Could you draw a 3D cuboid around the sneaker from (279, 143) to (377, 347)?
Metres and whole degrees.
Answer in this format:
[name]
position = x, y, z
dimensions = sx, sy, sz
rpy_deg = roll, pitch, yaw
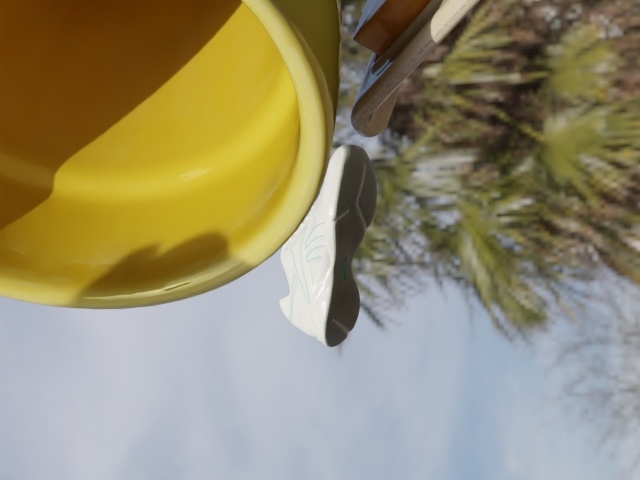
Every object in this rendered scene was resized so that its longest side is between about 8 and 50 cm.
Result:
[sneaker]
position = 0.000, 0.000, 1.015
dimensions = 0.054, 0.061, 0.152
rpy_deg = -9, -65, -51

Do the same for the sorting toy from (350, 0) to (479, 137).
[sorting toy]
position = 0.074, -0.170, 0.634
dimensions = 0.208, 0.038, 0.193
rpy_deg = -51, 16, 56

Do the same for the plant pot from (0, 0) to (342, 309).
[plant pot]
position = -0.110, -0.134, 0.668
dimensions = 0.239, 0.254, 0.254
rpy_deg = -82, -22, -44
